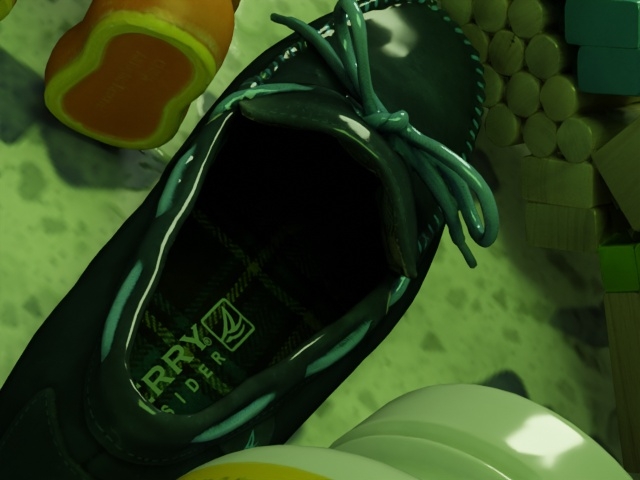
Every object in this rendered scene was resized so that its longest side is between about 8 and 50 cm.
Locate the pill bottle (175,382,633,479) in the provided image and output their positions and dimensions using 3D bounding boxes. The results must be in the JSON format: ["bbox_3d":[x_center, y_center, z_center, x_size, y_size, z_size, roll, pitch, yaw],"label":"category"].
[{"bbox_3d":[-0.031,0.177,0.551,0.188,0.188,0.334,51,46,5],"label":"pill bottle"}]

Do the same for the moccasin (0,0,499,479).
[{"bbox_3d":[0.000,0.000,0.747,0.138,0.117,0.342,38,45,-8],"label":"moccasin"}]

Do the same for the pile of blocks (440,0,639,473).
[{"bbox_3d":[0.157,-0.062,0.871,0.112,0.149,0.362,-13,72,-43],"label":"pile of blocks"}]

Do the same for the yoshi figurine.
[{"bbox_3d":[-0.104,-0.223,0.832,0.203,0.203,0.362,4,65,15],"label":"yoshi figurine"}]
